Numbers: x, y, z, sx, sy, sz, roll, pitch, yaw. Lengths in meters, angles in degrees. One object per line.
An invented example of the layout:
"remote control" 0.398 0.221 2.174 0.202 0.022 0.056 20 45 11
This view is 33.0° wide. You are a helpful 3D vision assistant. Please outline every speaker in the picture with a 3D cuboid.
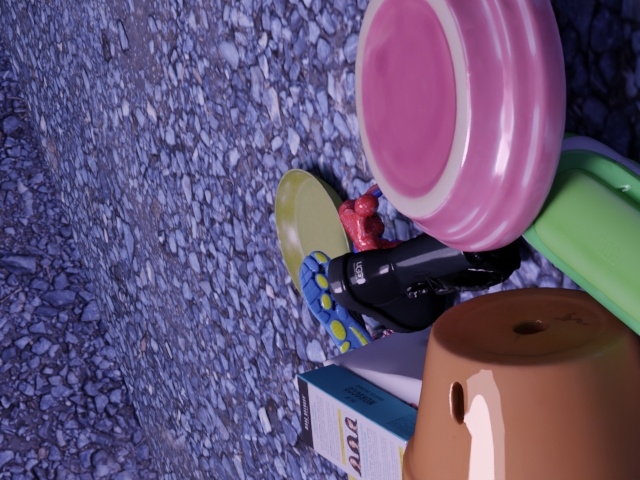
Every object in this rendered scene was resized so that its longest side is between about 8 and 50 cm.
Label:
"speaker" 0.305 0.011 1.016 0.296 0.131 0.131 47 143 43

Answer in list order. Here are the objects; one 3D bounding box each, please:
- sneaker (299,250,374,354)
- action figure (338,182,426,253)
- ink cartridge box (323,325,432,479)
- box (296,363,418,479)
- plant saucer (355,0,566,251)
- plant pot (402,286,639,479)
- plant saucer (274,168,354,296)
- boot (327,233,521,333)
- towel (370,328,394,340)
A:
"sneaker" 0.021 0.104 1.607 0.188 0.067 0.078 61 175 -7
"action figure" 0.097 -0.004 1.478 0.091 0.139 0.280 58 173 25
"ink cartridge box" 0.169 0.325 1.413 0.279 0.160 0.384 1 105 60
"box" 0.060 0.239 1.329 0.244 0.060 0.100 22 121 56
"plant saucer" 0.122 -0.150 1.101 0.332 0.084 0.332 172 90 -69
"plant pot" 0.217 0.175 1.090 0.291 0.291 0.203 22 125 58
"plant saucer" 0.000 0.000 1.710 0.241 0.037 0.241 40 138 49
"boot" 0.156 0.045 1.334 0.207 0.246 0.094 -15 70 31
"towel" 0.110 0.236 1.639 0.144 0.029 0.197 -32 76 64
